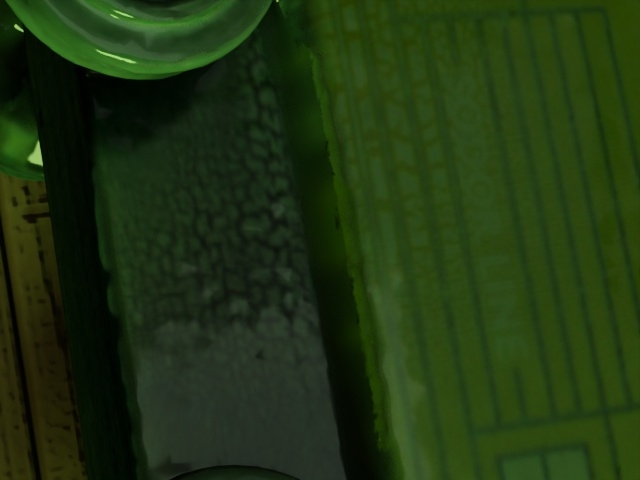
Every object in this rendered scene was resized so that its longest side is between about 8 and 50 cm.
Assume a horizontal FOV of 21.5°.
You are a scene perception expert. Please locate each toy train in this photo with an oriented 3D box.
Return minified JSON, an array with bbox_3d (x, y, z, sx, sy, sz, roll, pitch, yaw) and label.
[{"bbox_3d":[0.009,0.013,0.629,0.272,0.179,0.442,-5,79,-22],"label":"toy train"}]

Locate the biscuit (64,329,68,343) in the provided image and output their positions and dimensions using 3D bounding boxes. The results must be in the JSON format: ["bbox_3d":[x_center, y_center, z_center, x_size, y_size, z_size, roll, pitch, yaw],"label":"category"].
[{"bbox_3d":[0.000,0.000,0.748,0.139,0.016,0.231,47,65,-17],"label":"biscuit"}]
